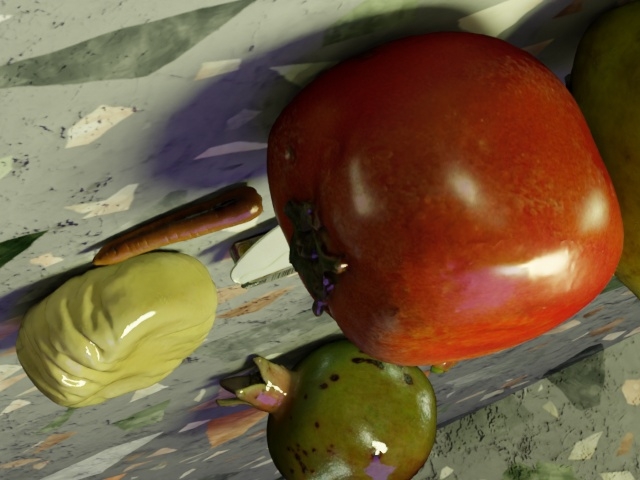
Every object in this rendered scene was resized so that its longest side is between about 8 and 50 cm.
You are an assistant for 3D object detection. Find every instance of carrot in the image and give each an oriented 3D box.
[{"bbox_3d":[-0.150,-0.014,1.703,0.190,0.037,0.037,-18,165,1],"label":"carrot"}]

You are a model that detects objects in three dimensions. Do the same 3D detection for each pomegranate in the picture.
[{"bbox_3d":[0.019,0.259,2.544,0.291,0.323,0.291,-52,177,-4],"label":"pomegranate"}]

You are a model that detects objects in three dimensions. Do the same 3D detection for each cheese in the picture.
[{"bbox_3d":[-0.221,0.093,1.829,0.226,0.117,0.214,-18,161,-32],"label":"cheese"}]

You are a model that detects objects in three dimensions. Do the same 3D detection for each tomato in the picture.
[{"bbox_3d":[0.112,-0.032,1.517,0.289,0.293,0.325,-20,159,-18],"label":"tomato"}]

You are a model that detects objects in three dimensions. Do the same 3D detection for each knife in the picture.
[{"bbox_3d":[0.053,-0.026,1.870,0.335,0.043,0.081,-19,121,-14],"label":"knife"}]

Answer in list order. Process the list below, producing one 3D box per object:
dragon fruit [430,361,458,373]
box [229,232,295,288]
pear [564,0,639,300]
[{"bbox_3d":[0.137,0.084,2.172,0.269,0.198,0.200,-15,-178,35],"label":"dragon fruit"},{"bbox_3d":[0.000,0.000,1.913,0.207,0.050,0.041,-18,169,-12],"label":"box"},{"bbox_3d":[0.423,-0.076,1.598,0.352,0.413,0.352,-46,155,-28],"label":"pear"}]
